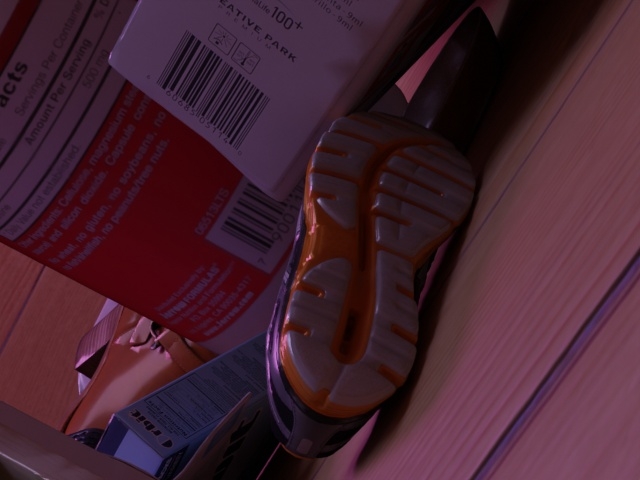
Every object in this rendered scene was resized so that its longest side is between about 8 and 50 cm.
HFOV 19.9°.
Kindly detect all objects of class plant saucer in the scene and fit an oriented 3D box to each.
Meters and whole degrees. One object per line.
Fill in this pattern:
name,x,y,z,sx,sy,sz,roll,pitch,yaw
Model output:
plant saucer,0.065,-0.060,1.088,0.168,0.029,0.168,-62,6,11

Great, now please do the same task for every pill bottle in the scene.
pill bottle,-0.162,-0.100,1.210,0.229,0.408,0.229,-51,21,28

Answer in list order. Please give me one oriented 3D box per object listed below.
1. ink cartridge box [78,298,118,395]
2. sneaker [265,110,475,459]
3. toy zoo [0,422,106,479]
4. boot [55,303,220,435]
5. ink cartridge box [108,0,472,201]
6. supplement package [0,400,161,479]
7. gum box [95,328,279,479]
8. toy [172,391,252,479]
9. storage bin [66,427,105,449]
ink cartridge box,-0.211,0.197,1.809,0.189,0.066,0.232,80,-149,-49
sneaker,0.016,0.016,0.906,0.083,0.084,0.215,113,180,-46
toy zoo,-0.155,0.187,0.635,0.293,0.192,0.030,-39,-43,-37
boot,-0.118,0.128,1.577,0.220,0.109,0.283,-35,32,28
ink cartridge box,0.060,-0.213,1.004,0.309,0.130,0.272,-47,-4,-45
supplement package,-0.150,0.245,0.783,0.175,0.178,0.293,-57,7,37
gum box,-0.085,0.139,1.071,0.184,0.041,0.157,-25,-29,-56
toy,-0.091,0.205,1.011,0.137,0.056,0.237,-46,-11,-47
storage bin,-0.214,0.232,1.389,0.180,0.122,0.084,-21,25,24
